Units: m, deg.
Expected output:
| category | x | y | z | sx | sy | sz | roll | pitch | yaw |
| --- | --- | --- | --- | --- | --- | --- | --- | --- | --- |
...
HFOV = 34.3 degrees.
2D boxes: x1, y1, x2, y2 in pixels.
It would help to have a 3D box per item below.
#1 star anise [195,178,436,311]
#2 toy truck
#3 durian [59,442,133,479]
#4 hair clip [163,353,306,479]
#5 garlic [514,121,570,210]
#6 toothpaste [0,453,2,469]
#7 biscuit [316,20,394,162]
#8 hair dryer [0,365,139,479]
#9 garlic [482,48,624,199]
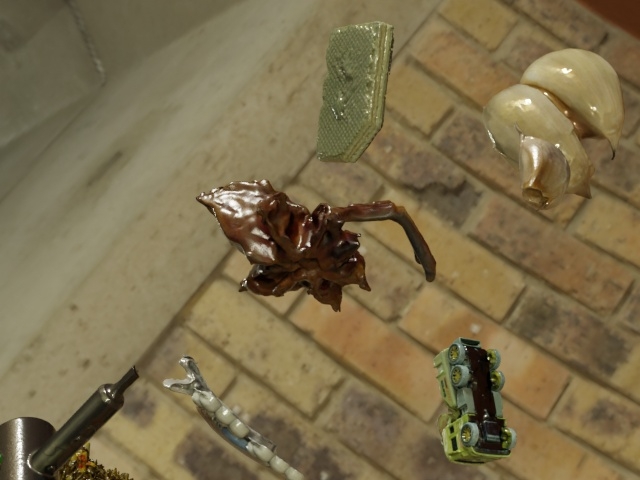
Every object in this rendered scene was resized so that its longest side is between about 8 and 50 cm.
| category | x | y | z | sx | sy | sz | roll | pitch | yaw |
| --- | --- | --- | --- | --- | --- | --- | --- | --- | --- |
| star anise | 0.003 | 0.010 | 1.385 | 0.346 | 0.148 | 0.237 | 9 | -31 | -18 |
| toy truck | 0.221 | 0.250 | 1.587 | 0.085 | 0.191 | 0.116 | 9 | -32 | -28 |
| durian | -0.446 | 0.526 | 1.900 | 0.258 | 0.258 | 0.293 | 0 | -64 | 59 |
| hair clip | -0.117 | 0.244 | 1.398 | 0.220 | 0.054 | 0.140 | 45 | -21 | -13 |
| garlic | 0.344 | -0.111 | 1.590 | 0.084 | 0.152 | 0.066 | 29 | -38 | -35 |
| toothpaste | -0.309 | 0.197 | 0.882 | 0.083 | 0.017 | 0.020 | -22 | -39 | 20 |
| biscuit | 0.057 | -0.266 | 1.883 | 0.052 | 0.252 | 0.150 | 6 | 2 | -38 |
| hair dryer | -0.277 | 0.237 | 1.145 | 0.078 | 0.248 | 0.195 | 29 | 24 | -34 |
| garlic | 0.464 | -0.239 | 2.081 | 0.313 | 0.286 | 0.249 | -116 | -169 | -65 |
